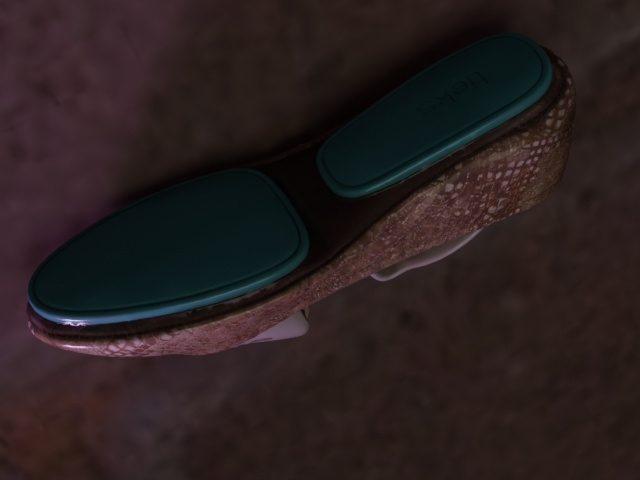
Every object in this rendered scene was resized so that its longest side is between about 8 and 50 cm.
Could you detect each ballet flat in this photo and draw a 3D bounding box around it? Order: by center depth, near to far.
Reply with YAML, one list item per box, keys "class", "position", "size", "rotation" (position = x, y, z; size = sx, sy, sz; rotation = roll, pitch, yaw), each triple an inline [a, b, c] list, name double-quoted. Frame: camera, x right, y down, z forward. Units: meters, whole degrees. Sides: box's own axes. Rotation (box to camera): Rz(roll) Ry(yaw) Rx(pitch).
- class: "ballet flat"
  position: [0.000, 0.000, 0.600]
  size: [0.206, 0.073, 0.067]
  rotation: [-24, 136, -1]
